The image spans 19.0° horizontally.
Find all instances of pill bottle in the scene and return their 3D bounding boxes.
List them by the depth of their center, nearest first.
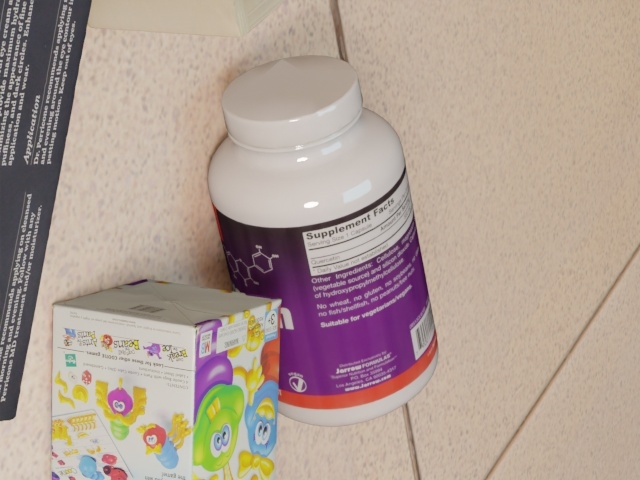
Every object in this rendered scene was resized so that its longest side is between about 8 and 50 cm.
[{"bbox_3d":[0.000,0.000,1.770,0.181,0.181,0.323,-49,136,-45],"label":"pill bottle"}]

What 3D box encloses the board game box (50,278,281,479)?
[{"bbox_3d":[-0.130,0.185,1.615,0.142,0.144,0.275,-15,110,-60],"label":"board game box"}]

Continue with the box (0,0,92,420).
[{"bbox_3d":[-0.304,-0.056,1.133,0.312,0.179,0.343,-7,110,-68],"label":"box"}]

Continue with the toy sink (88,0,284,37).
[{"bbox_3d":[-0.116,-0.295,1.520,0.131,0.152,0.234,-48,135,-47],"label":"toy sink"}]
